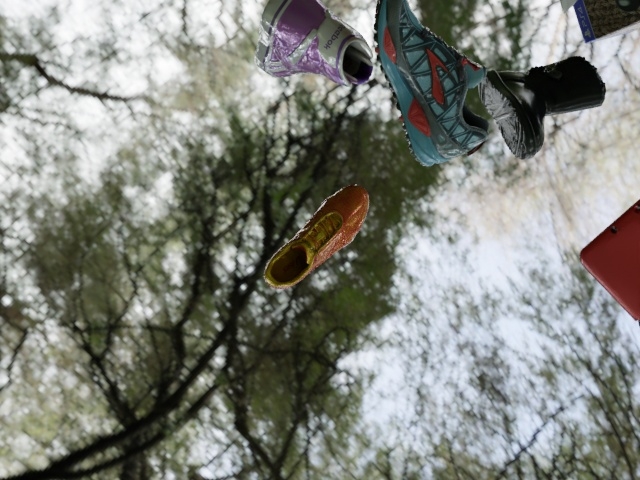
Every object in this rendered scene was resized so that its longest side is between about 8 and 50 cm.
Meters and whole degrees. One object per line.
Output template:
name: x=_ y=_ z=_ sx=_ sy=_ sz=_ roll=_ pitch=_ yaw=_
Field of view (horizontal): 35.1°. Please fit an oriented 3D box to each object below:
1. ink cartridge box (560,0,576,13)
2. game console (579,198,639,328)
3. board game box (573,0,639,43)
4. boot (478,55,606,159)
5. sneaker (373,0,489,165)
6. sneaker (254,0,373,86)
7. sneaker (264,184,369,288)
ink cartridge box: x=0.351 y=-0.494 z=1.320 sx=0.119 sy=0.353 sz=0.207 roll=-7 pitch=-161 yaw=24
game console: x=0.302 y=0.013 z=0.802 sx=0.144 sy=0.124 sz=0.085 roll=125 pitch=-43 yaw=-55
board game box: x=0.588 y=-0.514 z=1.799 sx=0.141 sy=0.232 sz=0.291 roll=-20 pitch=-179 yaw=-36
boot: x=0.415 y=-0.246 z=1.801 sx=0.207 sy=0.094 sz=0.246 roll=-10 pitch=-142 yaw=-6
sneaker: x=0.153 y=-0.228 z=1.323 sx=0.125 sy=0.261 sz=0.104 roll=-12 pitch=-148 yaw=20
sneaker: x=-0.006 y=-0.259 z=1.443 sx=0.102 sy=0.161 sz=0.282 roll=-55 pitch=180 yaw=-3
sneaker: x=0.000 y=0.000 z=1.288 sx=0.175 sy=0.064 sz=0.067 roll=-48 pitch=-178 yaw=-3
